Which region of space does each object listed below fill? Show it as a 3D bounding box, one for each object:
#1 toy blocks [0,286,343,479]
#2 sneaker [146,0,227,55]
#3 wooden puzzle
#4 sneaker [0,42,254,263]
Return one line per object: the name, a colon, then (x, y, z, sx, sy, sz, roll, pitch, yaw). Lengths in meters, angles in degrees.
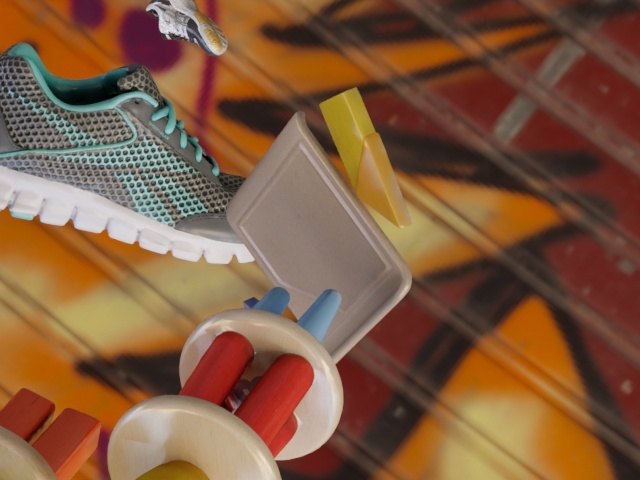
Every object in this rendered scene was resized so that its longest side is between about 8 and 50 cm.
toy blocks: (-0.059, 0.061, 0.479, 0.123, 0.148, 0.054, -9, 113, 26)
sneaker: (-0.102, -0.162, 1.241, 0.083, 0.037, 0.032, 51, -168, 33)
wooden puzzle: (0.000, 0.000, 0.555, 0.116, 0.014, 0.078, -38, 78, 54)
sneaker: (-0.080, -0.040, 0.726, 0.167, 0.076, 0.065, 13, -161, -23)
